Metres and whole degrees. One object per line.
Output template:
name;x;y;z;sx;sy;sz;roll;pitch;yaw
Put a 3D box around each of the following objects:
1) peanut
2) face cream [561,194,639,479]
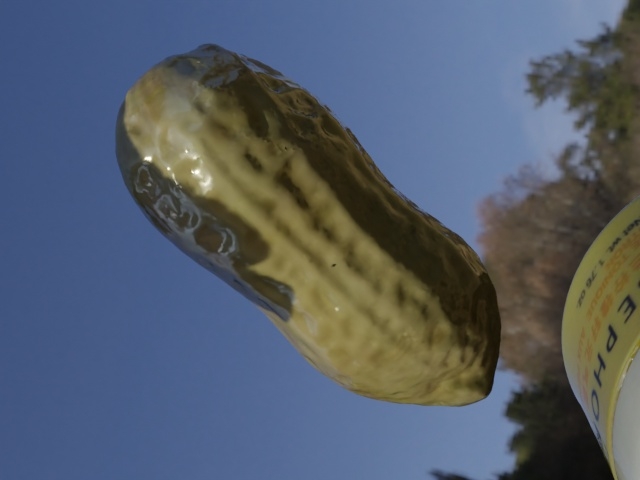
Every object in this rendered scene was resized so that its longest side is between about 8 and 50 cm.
peanut;0.000;0.000;0.576;0.090;0.098;0.214;-46;-72;-2
face cream;0.260;0.081;0.732;0.179;0.218;0.218;-101;10;-66
